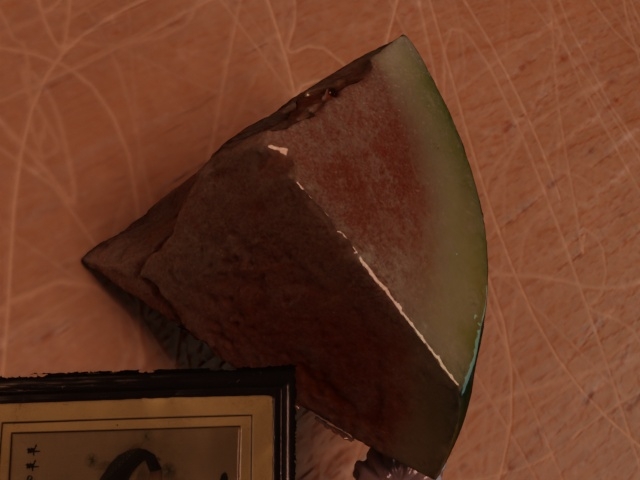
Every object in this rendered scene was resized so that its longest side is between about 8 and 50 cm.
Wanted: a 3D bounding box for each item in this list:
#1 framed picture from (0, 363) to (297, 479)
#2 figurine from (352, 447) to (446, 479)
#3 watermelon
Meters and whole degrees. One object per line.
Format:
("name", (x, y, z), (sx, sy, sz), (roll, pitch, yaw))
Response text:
("framed picture", (-0.111, 0.164, 0.863), (0.199, 0.010, 0.195), (-2, 66, 4))
("figurine", (0.002, 0.206, 0.957), (0.240, 0.116, 0.174), (11, 66, -30))
("watermelon", (0.000, 0.000, 0.985), (0.232, 0.193, 0.310), (22, 51, -30))
